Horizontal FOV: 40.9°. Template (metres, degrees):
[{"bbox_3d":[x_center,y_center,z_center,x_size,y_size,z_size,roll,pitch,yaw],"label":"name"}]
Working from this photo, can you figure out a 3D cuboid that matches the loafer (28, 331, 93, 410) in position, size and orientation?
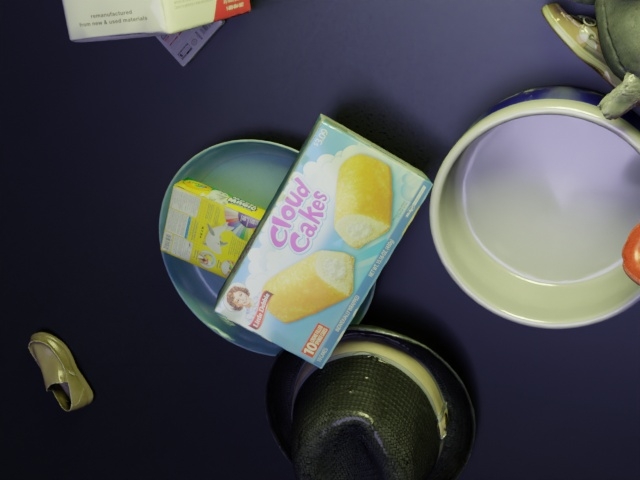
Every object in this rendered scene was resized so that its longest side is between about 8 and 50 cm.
[{"bbox_3d":[-0.426,0.215,1.394,0.056,0.050,0.148,-31,99,29],"label":"loafer"}]

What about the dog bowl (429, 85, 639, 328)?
[{"bbox_3d":[0.265,-0.038,0.980,0.264,0.104,0.265,9,116,18],"label":"dog bowl"}]

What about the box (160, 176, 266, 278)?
[{"bbox_3d":[-0.116,-0.004,1.133,0.179,0.043,0.105,24,118,12],"label":"box"}]

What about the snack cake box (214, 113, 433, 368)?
[{"bbox_3d":[0.000,0.000,1.040,0.152,0.089,0.264,28,102,-8],"label":"snack cake box"}]

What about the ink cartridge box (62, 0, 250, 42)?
[{"bbox_3d":[-0.190,-0.383,0.927,0.131,0.226,0.306,-1,109,21],"label":"ink cartridge box"}]

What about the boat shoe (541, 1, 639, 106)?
[{"bbox_3d":[0.303,-0.208,0.920,0.153,0.056,0.048,41,113,-2],"label":"boat shoe"}]

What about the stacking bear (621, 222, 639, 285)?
[{"bbox_3d":[0.481,0.024,0.860,0.289,0.164,0.175,19,105,-28],"label":"stacking bear"}]

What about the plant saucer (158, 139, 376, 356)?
[{"bbox_3d":[-0.070,0.011,1.169,0.317,0.044,0.318,9,115,19],"label":"plant saucer"}]

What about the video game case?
[{"bbox_3d":[-0.189,-0.296,1.096,0.122,0.011,0.087,48,121,-4],"label":"video game case"}]

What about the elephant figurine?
[{"bbox_3d":[0.306,-0.281,0.829,0.169,0.186,0.239,-29,102,41],"label":"elephant figurine"}]

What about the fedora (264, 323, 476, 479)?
[{"bbox_3d":[0.051,0.280,1.154,0.334,0.152,0.334,7,122,12],"label":"fedora"}]
